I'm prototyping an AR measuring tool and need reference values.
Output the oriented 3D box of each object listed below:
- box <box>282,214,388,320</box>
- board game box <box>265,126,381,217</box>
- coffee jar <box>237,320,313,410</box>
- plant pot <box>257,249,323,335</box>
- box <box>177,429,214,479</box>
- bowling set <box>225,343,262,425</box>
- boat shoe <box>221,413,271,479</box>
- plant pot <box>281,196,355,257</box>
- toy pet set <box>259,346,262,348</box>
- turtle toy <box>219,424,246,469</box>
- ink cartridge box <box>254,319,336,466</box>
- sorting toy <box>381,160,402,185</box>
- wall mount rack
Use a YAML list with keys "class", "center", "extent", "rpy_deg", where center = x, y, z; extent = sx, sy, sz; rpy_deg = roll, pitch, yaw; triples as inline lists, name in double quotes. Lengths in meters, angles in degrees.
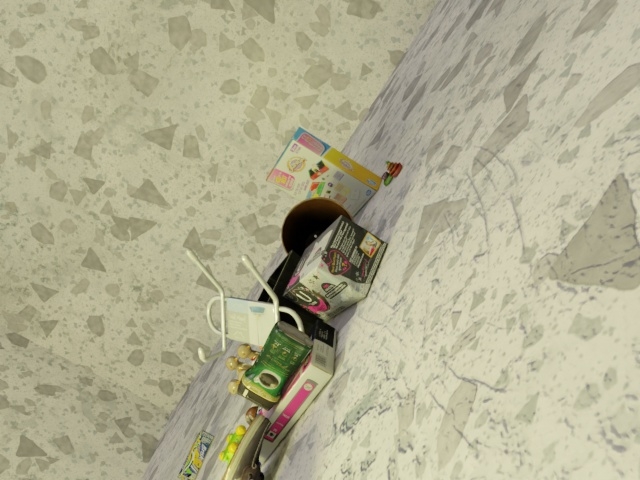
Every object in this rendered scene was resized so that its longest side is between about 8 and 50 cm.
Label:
- class: "box"
  center: [0.029, 0.076, 1.440]
  extent: [0.163, 0.142, 0.247]
  rpy_deg: [-64, 9, -29]
- class: "board game box"
  center: [0.007, -0.200, 1.914]
  extent: [0.242, 0.316, 0.064]
  rpy_deg: [-48, 15, 50]
- class: "coffee jar"
  center: [-0.101, 0.273, 1.259]
  extent: [0.184, 0.096, 0.079]
  rpy_deg: [-57, 7, 9]
- class: "plant pot"
  center: [-0.075, 0.174, 1.614]
  extent: [0.187, 0.167, 0.188]
  rpy_deg: [-50, 12, 49]
- class: "box"
  center: [-0.438, 0.762, 2.050]
  extent: [0.059, 0.054, 0.169]
  rpy_deg: [-49, 13, 48]
- class: "bowling set"
  center: [-0.184, 0.381, 1.570]
  extent: [0.287, 0.154, 0.200]
  rpy_deg: [-51, 12, 46]
- class: "boat shoe"
  center: [-0.162, 0.511, 1.221]
  extent: [0.103, 0.092, 0.285]
  rpy_deg: [107, -173, -69]
- class: "plant pot"
  center: [0.000, 0.000, 1.761]
  extent: [0.215, 0.215, 0.230]
  rpy_deg: [-60, -7, -7]
- class: "toy pet set"
  center: [-0.205, 0.327, 2.056]
  extent: [0.114, 0.065, 0.122]
  rpy_deg: [1, 81, 58]
- class: "turtle toy"
  center: [-0.212, 0.541, 1.486]
  extent: [0.095, 0.066, 0.130]
  rpy_deg: [-50, 13, 45]
- class: "ink cartridge box"
  center: [-0.084, 0.372, 1.360]
  extent: [0.371, 0.069, 0.176]
  rpy_deg: [-58, 9, 23]
- class: "sorting toy"
  center: [0.205, -0.208, 1.730]
  extent: [0.061, 0.042, 0.102]
  rpy_deg: [-64, 10, -30]
- class: "wall mount rack"
  center: [-0.211, 0.169, 1.459]
  extent: [0.130, 0.350, 0.304]
  rpy_deg: [-12, -78, -51]
